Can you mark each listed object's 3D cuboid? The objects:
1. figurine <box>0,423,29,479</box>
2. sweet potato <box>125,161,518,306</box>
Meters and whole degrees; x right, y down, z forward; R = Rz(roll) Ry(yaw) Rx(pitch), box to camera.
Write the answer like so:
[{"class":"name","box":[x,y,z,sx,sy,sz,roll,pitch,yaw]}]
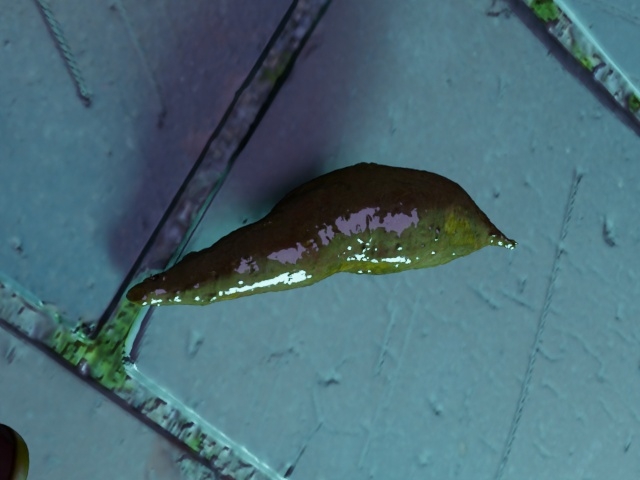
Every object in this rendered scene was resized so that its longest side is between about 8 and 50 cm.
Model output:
[{"class":"figurine","box":[-0.185,0.085,0.840,0.154,0.082,0.098,46,50,-35]},{"class":"sweet potato","box":[0.000,-0.007,0.977,0.226,0.068,0.068,-10,104,-24]}]
